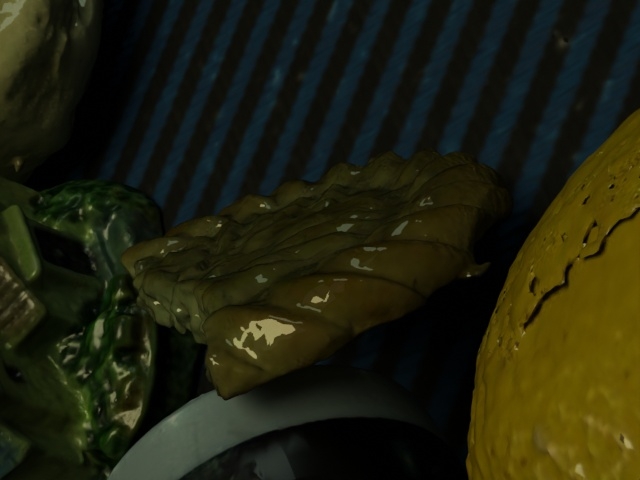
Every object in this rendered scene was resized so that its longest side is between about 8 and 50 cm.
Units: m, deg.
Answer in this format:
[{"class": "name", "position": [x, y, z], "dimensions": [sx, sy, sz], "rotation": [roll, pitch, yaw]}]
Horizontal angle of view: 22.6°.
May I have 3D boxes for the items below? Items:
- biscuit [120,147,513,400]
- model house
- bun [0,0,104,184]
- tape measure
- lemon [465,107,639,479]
[{"class": "biscuit", "position": [0.000, 0.000, 0.782], "dimensions": [0.187, 0.036, 0.273], "rotation": [-25, 13, -14]}, {"class": "model house", "position": [-0.200, 0.054, 0.919], "dimensions": [0.195, 0.189, 0.214], "rotation": [-43, 48, 22]}, {"class": "bun", "position": [-0.220, -0.138, 1.058], "dimensions": [0.229, 0.145, 0.230], "rotation": [-179, 90, -68]}, {"class": "tape measure", "position": [-0.015, 0.141, 0.725], "dimensions": [0.181, 0.182, 0.107], "rotation": [-44, 45, 15]}, {"class": "lemon", "position": [0.189, 0.051, 0.521], "dimensions": [0.310, 0.257, 0.258], "rotation": [-48, 42, 50]}]
